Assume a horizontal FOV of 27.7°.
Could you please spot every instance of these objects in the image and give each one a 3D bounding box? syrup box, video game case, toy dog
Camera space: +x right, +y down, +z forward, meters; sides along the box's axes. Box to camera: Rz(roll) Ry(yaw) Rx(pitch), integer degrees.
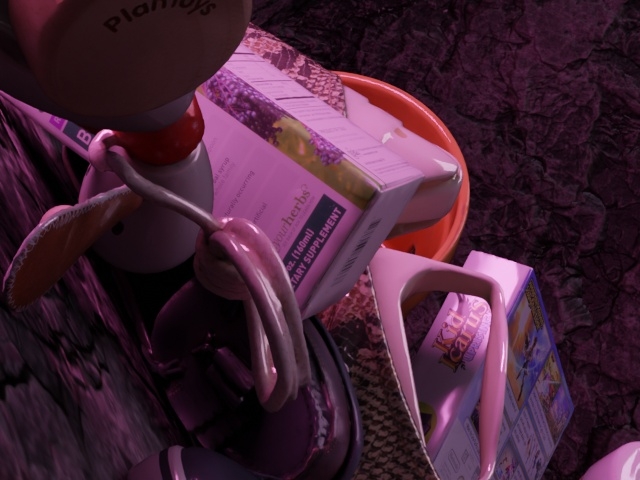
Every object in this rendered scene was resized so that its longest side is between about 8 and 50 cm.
[{"bbox_3d":[-0.066,-0.065,0.770,0.237,0.093,0.096,36,19,12],"label":"syrup box"},{"bbox_3d":[0.129,0.181,1.118,0.061,0.244,0.269,18,-25,29],"label":"video game case"},{"bbox_3d":[-0.125,-0.063,0.555,0.220,0.161,0.333,-121,-163,-45],"label":"toy dog"}]

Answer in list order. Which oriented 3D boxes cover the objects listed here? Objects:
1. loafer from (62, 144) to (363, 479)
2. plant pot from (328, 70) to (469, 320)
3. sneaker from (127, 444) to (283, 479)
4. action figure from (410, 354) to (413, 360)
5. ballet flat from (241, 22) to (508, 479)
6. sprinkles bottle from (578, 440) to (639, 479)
[{"bbox_3d":[-0.083,0.038,0.800,0.095,0.109,0.302,31,19,-49],"label":"loafer"},{"bbox_3d":[0.000,0.000,1.339,0.203,0.291,0.290,90,-23,-55],"label":"plant pot"},{"bbox_3d":[0.029,0.192,0.668,0.321,0.127,0.126,56,4,-37],"label":"sneaker"},{"bbox_3d":[0.052,0.204,1.392,0.141,0.164,0.276,50,7,14],"label":"action figure"},{"bbox_3d":[0.032,0.034,0.902,0.164,0.182,0.482,78,1,-61],"label":"ballet flat"},{"bbox_3d":[0.215,0.324,1.249,0.121,0.355,0.121,21,45,-23],"label":"sprinkles bottle"}]
